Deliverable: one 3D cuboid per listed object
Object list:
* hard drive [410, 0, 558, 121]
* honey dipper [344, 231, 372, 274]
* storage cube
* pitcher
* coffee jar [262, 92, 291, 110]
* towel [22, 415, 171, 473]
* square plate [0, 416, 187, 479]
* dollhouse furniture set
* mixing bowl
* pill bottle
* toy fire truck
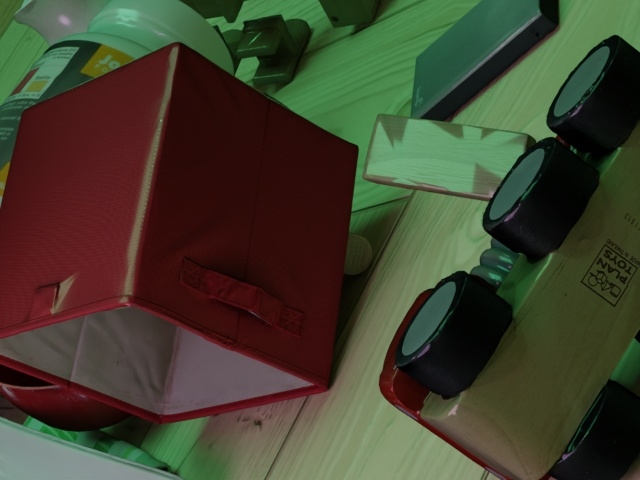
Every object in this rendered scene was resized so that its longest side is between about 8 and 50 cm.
[{"bbox_3d":[0.123,-0.150,1.201,0.135,0.022,0.094,-40,24,31],"label":"hard drive"},{"bbox_3d":[0.000,0.000,1.213,0.030,0.030,0.160,-54,19,-4],"label":"honey dipper"},{"bbox_3d":[-0.109,0.003,1.123,0.215,0.183,0.193,-15,58,44],"label":"storage cube"},{"bbox_3d":[-0.273,-0.250,1.942,0.125,0.207,0.178,-50,20,7],"label":"pitcher"},{"bbox_3d":[-0.069,-0.044,1.358,0.096,0.079,0.184,-43,22,33],"label":"coffee jar"},{"bbox_3d":[-0.250,0.260,1.316,0.248,0.038,0.325,-56,21,-11],"label":"towel"},{"bbox_3d":[-0.269,0.301,1.161,0.344,0.049,0.347,8,63,47],"label":"square plate"},{"bbox_3d":[-0.056,-0.285,1.550,0.242,0.212,0.161,-5,47,28],"label":"dollhouse furniture set"},{"bbox_3d":[-0.197,0.095,1.336,0.181,0.098,0.181,-10,37,7],"label":"mixing bowl"},{"bbox_3d":[-0.192,-0.071,1.308,0.162,0.162,0.278,-24,29,52],"label":"pill bottle"},{"bbox_3d":[0.098,0.005,0.861,0.217,0.158,0.246,-57,9,-9],"label":"toy fire truck"}]
